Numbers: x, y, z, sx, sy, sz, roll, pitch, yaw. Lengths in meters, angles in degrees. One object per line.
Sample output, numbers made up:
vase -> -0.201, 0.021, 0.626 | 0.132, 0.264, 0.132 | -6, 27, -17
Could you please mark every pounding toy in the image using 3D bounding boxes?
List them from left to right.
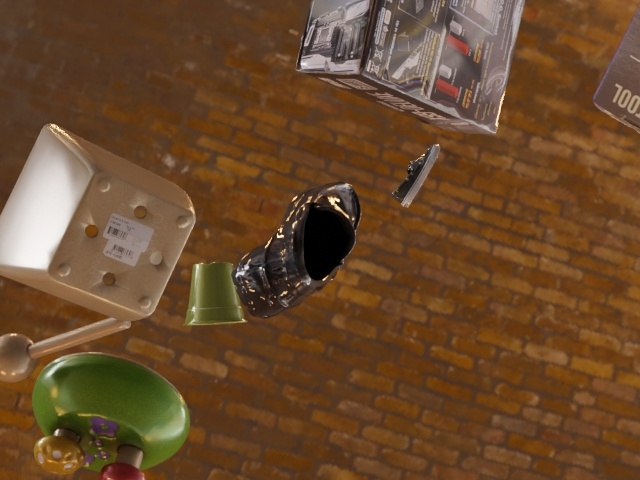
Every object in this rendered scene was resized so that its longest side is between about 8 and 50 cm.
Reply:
pounding toy -> -0.253, 0.205, 0.935 | 0.183, 0.236, 0.110 | -9, -142, 15

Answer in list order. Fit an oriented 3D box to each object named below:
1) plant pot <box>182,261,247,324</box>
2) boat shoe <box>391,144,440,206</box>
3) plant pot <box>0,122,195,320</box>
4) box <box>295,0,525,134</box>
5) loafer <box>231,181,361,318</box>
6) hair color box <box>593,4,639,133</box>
plant pot -> -0.137, 0.069, 1.107 | 0.083, 0.083, 0.079 | 0, -96, -24
boat shoe -> 0.181, -0.129, 1.614 | 0.040, 0.049, 0.142 | 30, -109, 1
plant pot -> -0.144, -0.004, 0.565 | 0.109, 0.096, 0.109 | 27, -94, -31
box -> 0.112, -0.275, 0.803 | 0.077, 0.307, 0.242 | 13, -178, 39
loafer -> 0.000, 0.000, 0.768 | 0.076, 0.078, 0.223 | 63, -151, -13
hair color box -> 0.330, -0.118, 0.480 | 0.339, 0.110, 0.185 | -30, -122, -36
